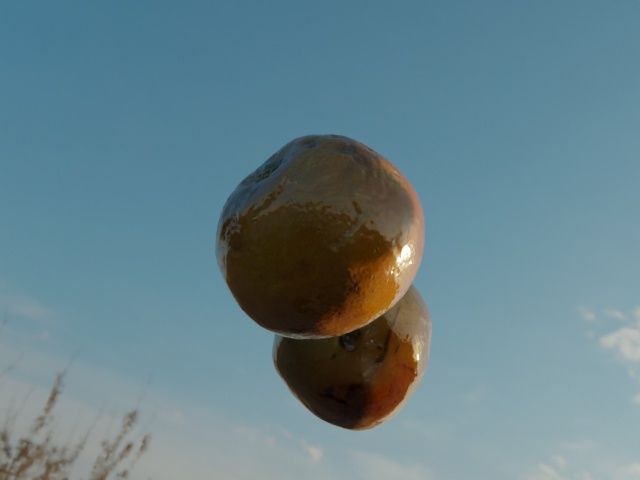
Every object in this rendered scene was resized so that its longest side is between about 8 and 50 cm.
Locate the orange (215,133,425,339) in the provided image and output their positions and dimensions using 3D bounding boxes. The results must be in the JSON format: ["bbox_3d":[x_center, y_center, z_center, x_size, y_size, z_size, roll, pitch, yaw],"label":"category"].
[{"bbox_3d":[0.000,0.000,1.012,0.261,0.261,0.261,12,-29,7],"label":"orange"}]

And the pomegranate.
[{"bbox_3d":[0.055,0.184,1.468,0.319,0.319,0.319,12,-29,7],"label":"pomegranate"}]
